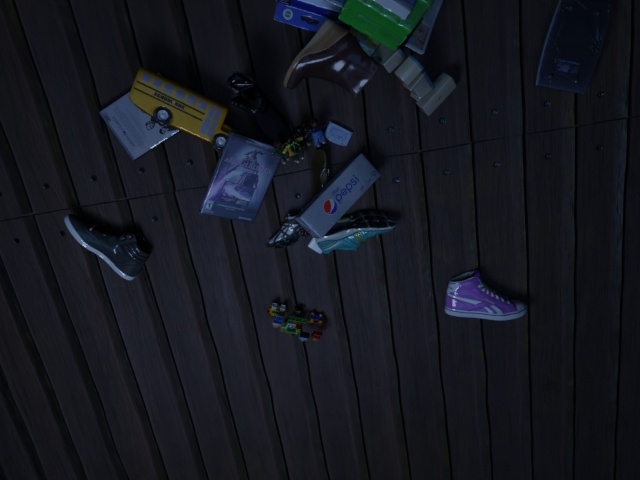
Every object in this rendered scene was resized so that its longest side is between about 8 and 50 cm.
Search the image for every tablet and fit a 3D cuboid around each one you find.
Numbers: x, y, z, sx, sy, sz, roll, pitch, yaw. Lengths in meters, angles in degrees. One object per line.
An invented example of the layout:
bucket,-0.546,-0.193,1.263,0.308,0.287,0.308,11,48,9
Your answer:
tablet,0.000,0.000,1.490,0.054,0.006,0.083,31,105,-9

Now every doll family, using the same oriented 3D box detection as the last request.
doll family,-0.062,-0.311,1.331,0.193,0.111,0.076,-41,59,-8

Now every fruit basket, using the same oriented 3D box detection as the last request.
fruit basket,0.203,-0.731,1.169,0.326,0.165,0.354,25,84,-13

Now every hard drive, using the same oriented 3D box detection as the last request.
hard drive,0.749,-0.583,1.290,0.171,0.054,0.255,9,106,-3

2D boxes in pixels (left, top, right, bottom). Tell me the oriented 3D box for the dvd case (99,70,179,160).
dvd case,-0.551,-0.392,1.365,0.238,0.030,0.179,-29,104,8

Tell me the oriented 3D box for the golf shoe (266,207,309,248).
golf shoe,-0.105,-0.038,1.454,0.198,0.077,0.094,-27,71,21

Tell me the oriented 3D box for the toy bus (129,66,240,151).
toy bus,-0.396,-0.382,1.303,0.332,0.108,0.130,22,92,-18

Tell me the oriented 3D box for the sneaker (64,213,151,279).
sneaker,-0.698,-0.013,1.444,0.147,0.105,0.296,-41,108,9

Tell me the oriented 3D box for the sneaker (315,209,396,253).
sneaker,0.119,-0.027,1.449,0.274,0.107,0.110,-13,128,5

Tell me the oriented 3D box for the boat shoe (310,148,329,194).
boat shoe,0.001,-0.223,1.403,0.056,0.049,0.153,14,114,23

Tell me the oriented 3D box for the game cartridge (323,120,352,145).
game cartridge,0.055,-0.341,1.385,0.083,0.017,0.056,25,101,-7

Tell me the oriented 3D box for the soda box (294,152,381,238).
soda box,0.053,-0.140,1.355,0.098,0.091,0.286,45,80,-13

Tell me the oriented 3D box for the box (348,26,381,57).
box,0.134,-0.611,1.292,0.105,0.043,0.179,37,106,-9

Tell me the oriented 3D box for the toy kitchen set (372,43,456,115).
toy kitchen set,0.284,-0.513,1.301,0.122,0.166,0.207,-46,143,13

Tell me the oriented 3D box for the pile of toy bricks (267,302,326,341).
pile of toy bricks,-0.094,0.308,1.541,0.212,0.118,0.105,15,138,-13

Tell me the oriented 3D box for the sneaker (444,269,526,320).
sneaker,0.582,0.186,1.495,0.281,0.102,0.161,2,103,0

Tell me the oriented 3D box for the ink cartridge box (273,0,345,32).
ink cartridge box,-0.010,-0.735,1.254,0.223,0.045,0.224,14,106,-4

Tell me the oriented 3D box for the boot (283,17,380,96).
boot,0.028,-0.496,1.280,0.206,0.090,0.248,41,120,-10

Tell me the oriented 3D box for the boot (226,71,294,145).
boot,-0.175,-0.378,1.276,0.094,0.207,0.247,-34,104,9

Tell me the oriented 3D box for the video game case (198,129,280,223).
video game case,-0.248,-0.191,1.361,0.196,0.026,0.274,10,115,-41
